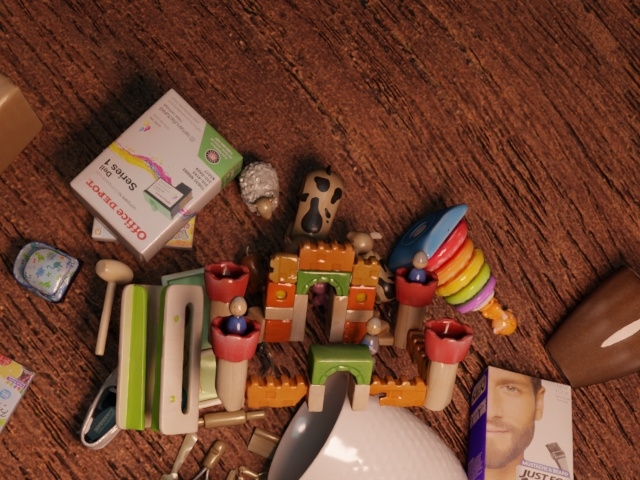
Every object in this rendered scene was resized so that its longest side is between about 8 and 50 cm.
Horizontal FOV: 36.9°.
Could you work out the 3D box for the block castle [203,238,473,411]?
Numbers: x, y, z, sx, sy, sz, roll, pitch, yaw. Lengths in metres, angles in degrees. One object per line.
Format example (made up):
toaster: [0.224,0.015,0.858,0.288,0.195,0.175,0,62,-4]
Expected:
block castle: [0.019,0.144,1.733,0.453,0.303,0.212,2,114,-11]

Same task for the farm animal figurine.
farm animal figurine: [0.000,0.000,1.930,0.330,0.172,0.326,1,81,-8]

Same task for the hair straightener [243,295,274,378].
hair straightener: [-0.149,0.172,1.925,0.047,0.089,0.230,-21,85,-12]

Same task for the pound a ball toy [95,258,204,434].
pound a ball toy: [-0.319,0.196,1.818,0.208,0.136,0.319,-2,83,35]

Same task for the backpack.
backpack: [-0.544,0.058,1.890,0.114,0.084,0.105,26,76,-1]

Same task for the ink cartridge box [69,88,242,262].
ink cartridge box: [-0.321,-0.124,1.885,0.201,0.117,0.278,44,78,1]

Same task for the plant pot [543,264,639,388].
plant pot: [0.589,0.202,1.984,0.230,0.215,0.215,-33,87,3]

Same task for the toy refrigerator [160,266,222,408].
toy refrigerator: [-0.241,0.195,1.907,0.102,0.094,0.269,-11,84,-10]

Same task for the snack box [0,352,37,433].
snack box: [-0.633,0.295,1.864,0.100,0.037,0.141,29,79,-2]

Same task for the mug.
mug: [0.082,0.486,1.828,0.328,0.276,0.374,34,90,-11]

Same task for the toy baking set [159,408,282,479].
toy baking set: [-0.202,0.437,1.907,0.256,0.030,0.196,-1,82,-8]

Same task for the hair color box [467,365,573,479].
hair color box: [0.391,0.432,1.882,0.185,0.110,0.339,14,50,-6]

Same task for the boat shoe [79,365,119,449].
boat shoe: [-0.379,0.297,1.875,0.095,0.084,0.258,30,79,-2]

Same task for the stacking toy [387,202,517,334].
stacking toy: [0.302,0.084,1.986,0.302,0.166,0.175,46,63,-11]

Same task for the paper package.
paper package: [-0.703,-0.185,1.790,0.168,0.309,0.325,39,79,0]

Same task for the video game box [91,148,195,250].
video game box: [-0.354,-0.083,1.958,0.205,0.048,0.187,6,83,-7]
